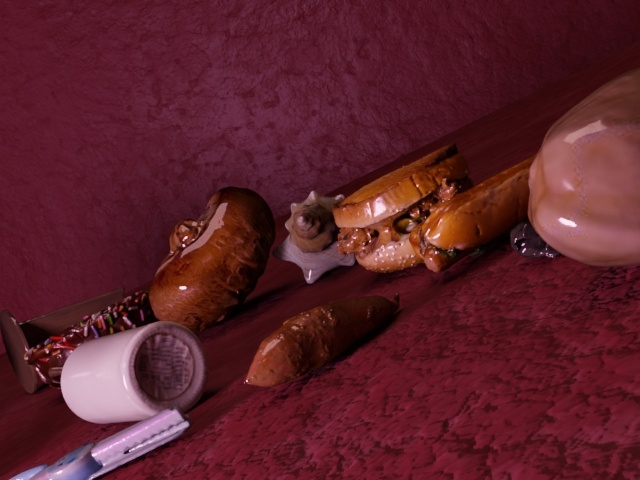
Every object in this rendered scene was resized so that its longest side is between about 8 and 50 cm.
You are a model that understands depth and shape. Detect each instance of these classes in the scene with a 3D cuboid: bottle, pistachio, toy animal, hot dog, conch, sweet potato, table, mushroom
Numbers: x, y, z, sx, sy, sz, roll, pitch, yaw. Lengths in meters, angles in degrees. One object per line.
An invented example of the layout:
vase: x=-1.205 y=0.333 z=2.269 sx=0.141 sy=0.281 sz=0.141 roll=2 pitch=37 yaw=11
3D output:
bottle: x=-0.226 y=0.155 z=1.133 sx=0.104 sy=0.104 sz=0.245 roll=-31 pitch=7 yaw=-34
pistachio: x=0.257 y=-0.057 z=0.753 sx=0.238 sy=0.153 sz=0.137 roll=-28 pitch=-34 yaw=-33
toy animal: x=0.240 y=-0.026 z=0.941 sx=0.136 sy=0.047 sz=0.065 roll=-33 pitch=-1 yaw=-10
hot dog: x=0.203 y=-0.037 z=1.099 sx=0.250 sy=0.068 sz=0.100 roll=-27 pitch=-7 yaw=-28
conch: x=-0.002 y=0.009 z=1.494 sx=0.137 sy=0.114 sz=0.234 roll=-20 pitch=-30 yaw=-8
sweet potato: x=0.004 y=0.087 z=0.953 sx=0.206 sy=0.060 sz=0.068 roll=-19 pitch=34 yaw=-35
table: x=-0.479 y=0.177 z=1.918 sx=0.227 sy=0.167 sz=0.167 roll=-20 pitch=2 yaw=-30
mushroom: x=-0.166 y=0.033 z=1.537 sx=0.253 sy=0.153 sz=0.253 roll=-55 pitch=2 yaw=3

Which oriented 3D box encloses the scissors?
scissors: x=-0.237 y=0.222 z=0.958 sx=0.256 sy=0.030 sz=0.125 roll=-28 pitch=7 yaw=13

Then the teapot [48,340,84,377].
teapot: x=-0.355 y=0.191 z=1.497 sx=0.110 sy=0.080 sz=0.085 roll=-23 pitch=7 yaw=26

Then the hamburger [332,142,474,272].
hamburger: x=0.105 y=-0.030 z=1.232 sx=0.191 sy=0.118 sz=0.182 roll=-24 pitch=2 yaw=-11

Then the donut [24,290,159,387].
donut: x=-0.364 y=0.167 z=1.626 sx=0.235 sy=0.089 sz=0.235 roll=-28 pitch=-2 yaw=-1
